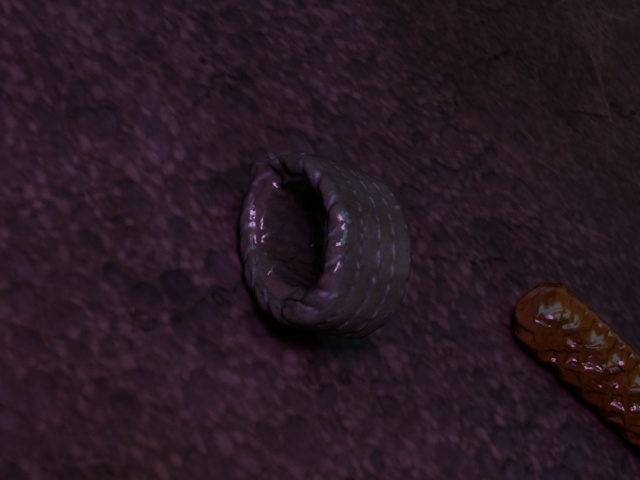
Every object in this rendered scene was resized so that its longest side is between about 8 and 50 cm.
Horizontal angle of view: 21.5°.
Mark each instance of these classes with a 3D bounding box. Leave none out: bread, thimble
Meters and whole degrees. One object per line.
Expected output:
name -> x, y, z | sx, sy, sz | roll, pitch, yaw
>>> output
bread -> 0.187, 0.086, 1.099 | 0.157, 0.044, 0.052 | 43, 42, -13
thimble -> 0.000, 0.000, 0.934 | 0.062, 0.084, 0.110 | 16, 37, -42
